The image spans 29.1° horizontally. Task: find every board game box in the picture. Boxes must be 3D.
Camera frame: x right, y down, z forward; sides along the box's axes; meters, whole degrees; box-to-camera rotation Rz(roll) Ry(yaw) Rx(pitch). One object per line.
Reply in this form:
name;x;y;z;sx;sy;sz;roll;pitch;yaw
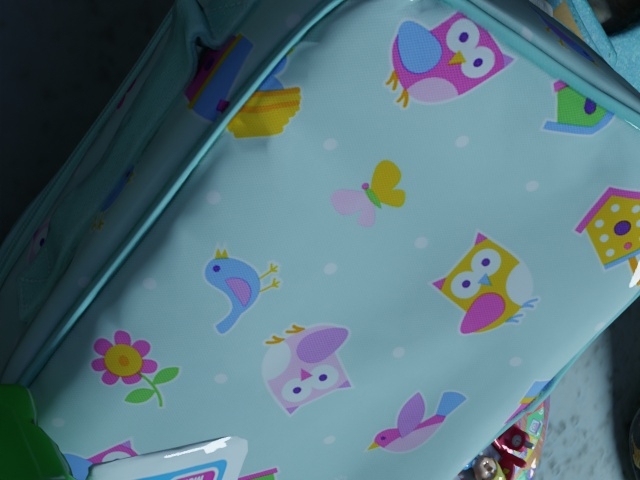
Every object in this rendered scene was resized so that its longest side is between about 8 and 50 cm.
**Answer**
board game box;0.091;0.122;0.737;0.168;0.033;0.133;0;102;-39

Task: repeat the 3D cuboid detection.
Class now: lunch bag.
lunch bag;0.000;0.000;0.513;0.224;0.108;0.279;28;114;-29

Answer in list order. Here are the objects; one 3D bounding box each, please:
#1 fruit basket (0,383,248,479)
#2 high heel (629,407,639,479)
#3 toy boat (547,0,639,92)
fruit basket;-0.202;0.227;0.435;0.327;0.165;0.353;1;115;-34
high heel;0.299;0.132;0.805;0.093;0.186;0.261;-20;113;-33
toy boat;0.078;-0.153;0.582;0.318;0.148;0.267;43;74;-37
